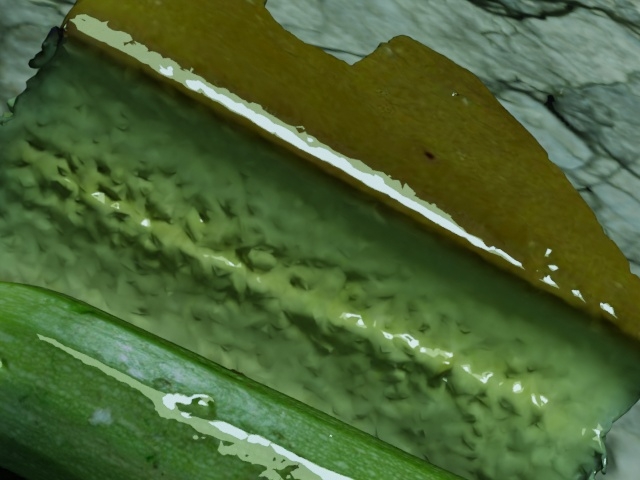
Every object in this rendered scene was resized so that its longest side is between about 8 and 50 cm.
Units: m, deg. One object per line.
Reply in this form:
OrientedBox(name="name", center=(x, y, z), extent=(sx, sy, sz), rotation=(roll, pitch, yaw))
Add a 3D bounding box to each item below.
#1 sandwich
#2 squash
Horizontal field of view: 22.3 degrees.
OrientedBox(name="sandwich", center=(0.000, 0.000, 0.561), extent=(0.236, 0.122, 0.128), rotation=(29, 32, -1))
OrientedBox(name="squash", center=(-0.015, 0.079, 0.498), extent=(0.229, 0.066, 0.066), rotation=(25, 34, 2))
